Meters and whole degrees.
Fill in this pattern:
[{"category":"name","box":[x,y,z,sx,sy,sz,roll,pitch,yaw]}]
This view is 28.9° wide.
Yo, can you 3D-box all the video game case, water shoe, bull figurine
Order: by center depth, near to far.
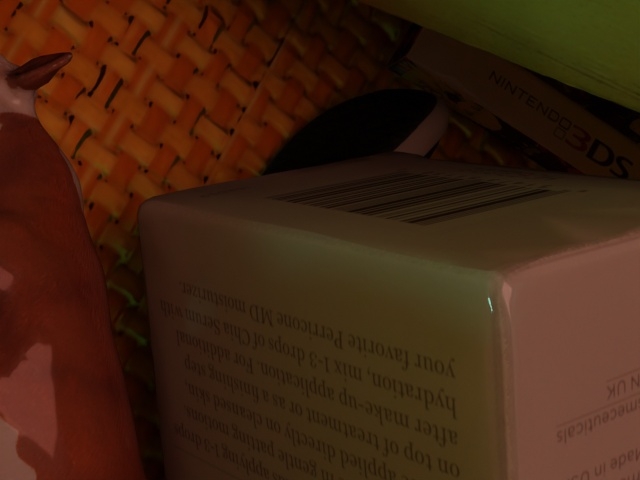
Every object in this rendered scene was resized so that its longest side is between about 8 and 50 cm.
[{"category":"bull figurine","box":[-0.144,0.065,0.509,0.188,0.101,0.310,-36,115,-55]},{"category":"water shoe","box":[0.000,0.000,0.665,0.203,0.073,0.080,-46,133,-22]},{"category":"video game case","box":[0.185,-0.148,0.746,0.210,0.042,0.232,32,82,-12]}]

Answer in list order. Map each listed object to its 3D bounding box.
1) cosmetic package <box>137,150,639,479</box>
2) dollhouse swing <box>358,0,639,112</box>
[{"category":"cosmetic package","box":[0.063,0.200,0.548,0.161,0.230,0.453,-13,106,-36]},{"category":"dollhouse swing","box":[0.188,-0.165,0.623,0.347,0.315,0.305,-47,147,-26]}]
